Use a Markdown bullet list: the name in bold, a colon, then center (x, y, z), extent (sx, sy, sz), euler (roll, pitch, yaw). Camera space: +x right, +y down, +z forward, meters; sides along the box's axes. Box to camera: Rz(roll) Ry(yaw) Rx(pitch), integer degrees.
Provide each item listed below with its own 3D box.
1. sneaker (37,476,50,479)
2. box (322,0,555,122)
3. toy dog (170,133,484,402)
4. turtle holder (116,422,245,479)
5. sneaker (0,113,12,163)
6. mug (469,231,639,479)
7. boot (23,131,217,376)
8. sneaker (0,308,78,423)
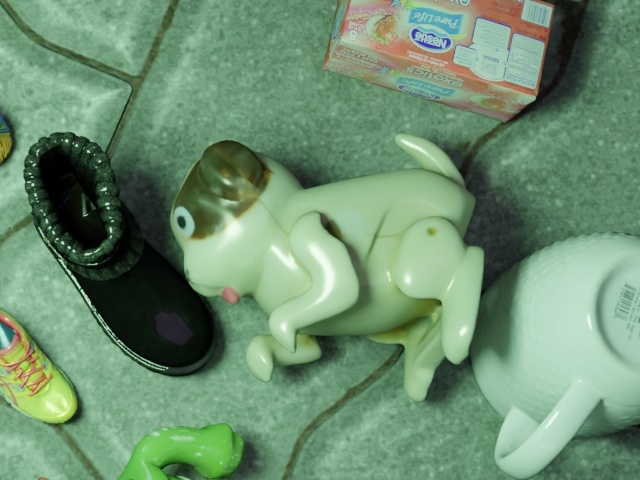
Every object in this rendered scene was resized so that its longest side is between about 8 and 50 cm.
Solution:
- **sneaker**: center (-0.476, 0.408, 1.814), extent (0.350, 0.148, 0.131), euler (-19, 125, 3)
- **box**: center (0.171, -0.295, 2.077), extent (0.300, 0.142, 0.154), euler (15, 76, -9)
- **toy dog**: center (0.000, 0.000, 1.911), extent (0.408, 0.284, 0.395), euler (13, 76, -7)
- **turtle holder**: center (-0.201, 0.408, 1.827), extent (0.227, 0.243, 0.320), euler (24, 35, -23)
- **sneaker**: center (-0.565, -0.133, 1.899), extent (0.296, 0.131, 0.112), euler (-7, 91, -40)
- **mug**: center (0.355, 0.162, 1.924), extent (0.276, 0.328, 0.374), euler (36, 74, -3)
- **boot**: center (-0.262, 0.029, 1.854), extent (0.348, 0.260, 0.131), euler (46, 73, 0)
- **sneaker**: center (-0.403, 0.163, 1.883), extent (0.208, 0.094, 0.081), euler (45, 72, -2)
